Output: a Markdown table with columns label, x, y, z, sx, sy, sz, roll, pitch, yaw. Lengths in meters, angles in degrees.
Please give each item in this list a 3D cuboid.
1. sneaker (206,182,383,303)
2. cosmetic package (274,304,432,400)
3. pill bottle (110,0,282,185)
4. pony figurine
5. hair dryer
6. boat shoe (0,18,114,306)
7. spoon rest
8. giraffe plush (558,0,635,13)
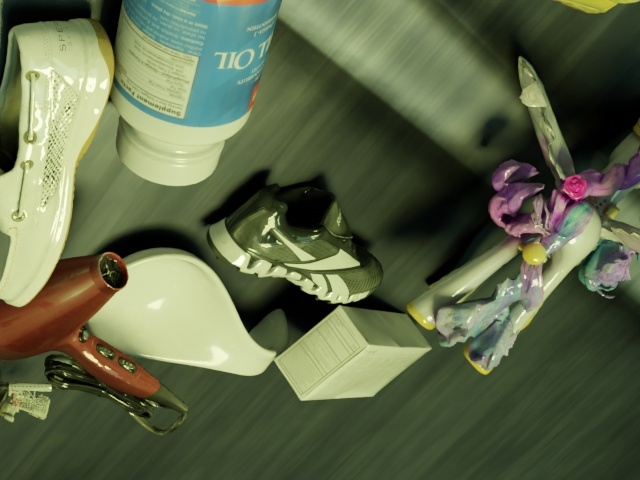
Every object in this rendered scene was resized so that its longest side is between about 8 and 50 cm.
| label | x | y | z | sx | sy | sz | roll | pitch | yaw |
| --- | --- | --- | --- | --- | --- | --- | --- | --- | --- |
| sneaker | 0.000 | 0.000 | 1.402 | 0.234 | 0.078 | 0.106 | 18 | 125 | -43 |
| cosmetic package | 0.041 | 0.127 | 1.537 | 0.099 | 0.060 | 0.239 | -38 | 163 | 13 |
| pill bottle | -0.105 | -0.156 | 1.108 | 0.124 | 0.124 | 0.221 | -9 | 139 | -27 |
| pony figurine | 0.263 | -0.021 | 1.445 | 0.363 | 0.303 | 0.351 | -43 | 174 | 11 |
| hair dryer | -0.231 | 0.094 | 1.313 | 0.223 | 0.080 | 0.293 | 4 | 147 | -10 |
| boat shoe | -0.258 | -0.065 | 1.139 | 0.096 | 0.098 | 0.277 | 0 | 125 | -34 |
| spoon rest | -0.125 | 0.082 | 1.408 | 0.137 | 0.084 | 0.276 | -45 | 142 | 18 |
| giraffe plush | 0.246 | -0.298 | 1.175 | 0.181 | 0.210 | 0.170 | 16 | 94 | -41 |
